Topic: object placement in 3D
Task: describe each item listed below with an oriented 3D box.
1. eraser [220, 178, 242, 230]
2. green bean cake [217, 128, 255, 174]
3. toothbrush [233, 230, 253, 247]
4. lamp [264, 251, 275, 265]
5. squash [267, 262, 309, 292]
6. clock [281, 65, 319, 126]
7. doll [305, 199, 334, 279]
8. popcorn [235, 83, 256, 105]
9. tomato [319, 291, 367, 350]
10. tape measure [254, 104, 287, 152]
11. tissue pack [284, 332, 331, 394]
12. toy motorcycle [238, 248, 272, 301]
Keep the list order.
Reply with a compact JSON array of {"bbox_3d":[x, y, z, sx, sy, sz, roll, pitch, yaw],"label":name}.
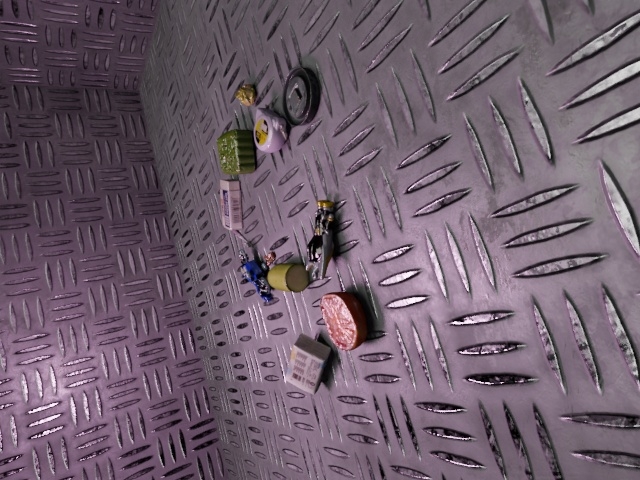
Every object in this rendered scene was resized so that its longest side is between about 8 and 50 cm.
[{"bbox_3d":[-0.506,-0.205,2.337,0.124,0.081,0.279,20,115,53],"label":"eraser"},{"bbox_3d":[-0.439,-0.453,2.131,0.248,0.125,0.222,8,106,55],"label":"green bean cake"},{"bbox_3d":[-0.482,-0.034,2.393,0.354,0.029,0.024,36,114,47],"label":"toothbrush"},{"bbox_3d":[-0.255,0.087,2.092,0.083,0.031,0.063,-46,62,47],"label":"lamp"},{"bbox_3d":[-0.166,0.171,1.888,0.247,0.132,0.132,-6,94,56],"label":"squash"},{"bbox_3d":[-0.081,-0.571,1.637,0.226,0.049,0.226,21,116,54],"label":"clock"},{"bbox_3d":[-0.001,-0.001,1.623,0.145,0.103,0.316,13,102,38],"label":"doll"},{"bbox_3d":[-0.356,-0.698,1.983,0.109,0.089,0.097,54,150,29],"label":"popcorn"},{"bbox_3d":[0.097,0.295,1.565,0.237,0.095,0.236,27,124,49],"label":"tomato"},{"bbox_3d":[-0.221,-0.482,1.828,0.196,0.105,0.178,48,128,37],"label":"tape measure"},{"bbox_3d":[-0.046,0.534,1.826,0.159,0.145,0.229,22,123,15],"label":"tissue pack"},{"bbox_3d":[-0.353,0.188,2.198,0.315,0.113,0.169,49,147,26],"label":"toy motorcycle"}]
